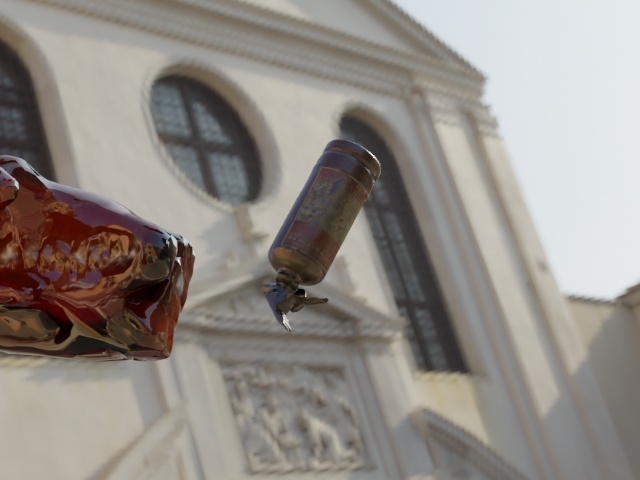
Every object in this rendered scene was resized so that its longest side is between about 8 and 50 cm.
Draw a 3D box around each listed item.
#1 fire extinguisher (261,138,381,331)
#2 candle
[{"bbox_3d":[-0.007,-0.004,1.640,0.075,0.252,0.106,35,-25,-13],"label":"fire extinguisher"},{"bbox_3d":[-0.183,0.006,0.484,0.302,0.059,0.084,0,-47,23],"label":"candle"}]
